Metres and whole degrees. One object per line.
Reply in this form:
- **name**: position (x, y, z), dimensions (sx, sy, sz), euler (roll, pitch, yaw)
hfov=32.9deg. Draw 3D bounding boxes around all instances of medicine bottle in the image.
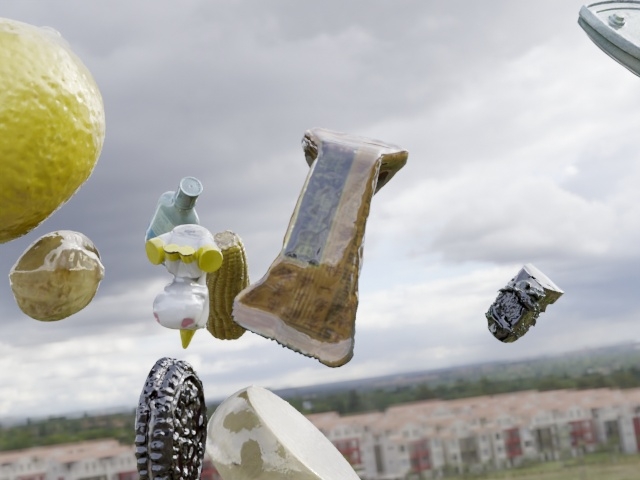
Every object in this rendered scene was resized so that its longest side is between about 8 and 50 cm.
- **medicine bottle**: position (-0.257, -0.036, 1.921), dimensions (0.053, 0.090, 0.208), euler (-28, -18, -37)

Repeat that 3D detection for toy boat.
- **toy boat**: position (0.402, -0.174, 1.054), dimensions (0.319, 0.141, 0.092), euler (17, -49, -2)

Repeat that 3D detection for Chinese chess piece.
- **Chinese chess piece**: position (-0.050, 0.331, 1.591), dimensions (0.102, 0.273, 0.273), euler (-47, -13, 3)

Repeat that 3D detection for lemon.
- **lemon**: position (-0.474, -0.158, 1.570), dimensions (0.336, 0.336, 0.336), euler (-7, -8, -1)

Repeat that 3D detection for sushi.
- **sushi**: position (0.235, 0.078, 1.291), dimensions (0.083, 0.056, 0.084), euler (-53, -18, 19)

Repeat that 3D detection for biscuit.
- **biscuit**: position (-0.184, 0.241, 1.353), dimensions (0.053, 0.195, 0.194), euler (0, -7, 10)

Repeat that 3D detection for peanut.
- **peanut**: position (-0.404, 0.054, 1.651), dimensions (0.109, 0.141, 0.159), euler (0, -3, 27)

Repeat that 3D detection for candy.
- **candy**: position (0.000, 0.000, 1.217), dimensions (0.143, 0.271, 0.101), euler (16, -19, 3)

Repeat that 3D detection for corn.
- **corn**: position (-0.145, 0.069, 1.674), dimensions (0.080, 0.080, 0.231), euler (-6, -42, -8)

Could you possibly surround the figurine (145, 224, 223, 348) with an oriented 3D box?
- **figurine**: position (-0.183, 0.066, 1.501), dimensions (0.109, 0.178, 0.129), euler (1, 7, 5)
